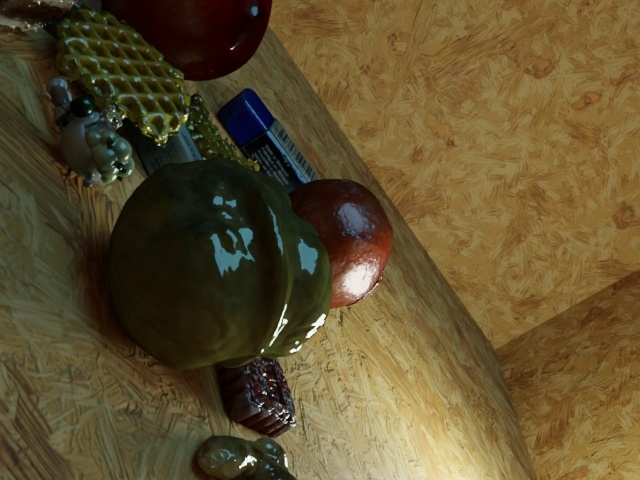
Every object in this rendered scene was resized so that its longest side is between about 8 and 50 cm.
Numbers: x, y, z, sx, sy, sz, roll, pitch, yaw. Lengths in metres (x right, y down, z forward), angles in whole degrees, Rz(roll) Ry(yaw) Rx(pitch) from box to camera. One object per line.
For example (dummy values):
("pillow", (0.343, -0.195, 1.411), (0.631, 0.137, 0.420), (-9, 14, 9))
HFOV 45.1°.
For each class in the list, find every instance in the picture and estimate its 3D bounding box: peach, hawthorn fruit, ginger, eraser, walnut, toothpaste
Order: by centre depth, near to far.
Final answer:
("ginger", (-0.079, 0.315, 1.012), (0.214, 0.059, 0.133), (38, 19, -56))
("walnut", (-0.134, 0.034, 1.028), (0.282, 0.253, 0.277), (29, 29, -60))
("toothpaste", (-0.305, -0.231, 1.369), (0.313, 0.089, 0.071), (62, 10, 17))
("hawthorn fruit", (0.000, 0.000, 1.554), (0.307, 0.276, 0.276), (16, 43, -62))
("peach", (-0.264, -0.508, 1.570), (0.388, 0.388, 0.388), (52, 15, -20))
("eraser", (-0.122, -0.220, 1.939), (0.332, 0.101, 0.155), (52, 16, -14))

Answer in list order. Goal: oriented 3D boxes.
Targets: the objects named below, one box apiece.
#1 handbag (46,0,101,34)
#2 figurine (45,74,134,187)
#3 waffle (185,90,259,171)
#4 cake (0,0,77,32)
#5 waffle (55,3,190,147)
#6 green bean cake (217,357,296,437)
("handbag", (-0.463, -0.434, 1.312), (0.193, 0.072, 0.151), (48, 17, -41))
("figurine", (-0.333, -0.161, 1.112), (0.147, 0.093, 0.197), (85, -18, -61))
("waffle", (-0.203, -0.177, 1.639), (0.293, 0.069, 0.260), (48, 16, -29))
("cake", (-0.440, -0.395, 1.146), (0.134, 0.147, 0.135), (57, 14, 6))
("waffle", (-0.318, -0.277, 1.262), (0.254, 0.052, 0.245), (35, 32, -26))
("green bean cake", (-0.096, 0.219, 1.166), (0.135, 0.056, 0.135), (41, 20, -48))
